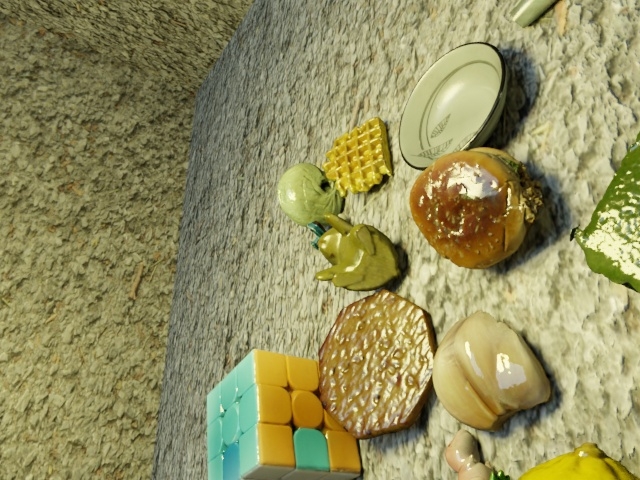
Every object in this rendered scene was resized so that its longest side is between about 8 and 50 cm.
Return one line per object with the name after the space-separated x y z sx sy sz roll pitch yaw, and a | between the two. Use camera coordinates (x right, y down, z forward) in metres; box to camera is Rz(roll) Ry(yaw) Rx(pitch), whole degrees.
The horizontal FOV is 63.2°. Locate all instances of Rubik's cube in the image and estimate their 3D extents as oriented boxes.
-0.106 0.492 1.348 0.290 0.291 0.292 -46 39 38 | Rubik's cube

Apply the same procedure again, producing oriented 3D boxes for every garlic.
0.296 0.240 0.991 0.217 0.110 0.228 -55 35 34 | garlic

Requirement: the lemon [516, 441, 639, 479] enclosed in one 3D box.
0.349 0.431 0.662 0.268 0.268 0.322 10 82 60 | lemon

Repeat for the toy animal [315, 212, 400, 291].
0.063 0.025 1.408 0.363 0.180 0.181 25 102 61 | toy animal

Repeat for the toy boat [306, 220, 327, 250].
0.000 0.000 1.575 0.061 0.137 0.060 -44 40 -6 | toy boat

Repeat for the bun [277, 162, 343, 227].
-0.025 -0.140 1.599 0.108 0.221 0.222 -14 64 57 | bun

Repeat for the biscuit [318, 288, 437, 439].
0.127 0.289 1.239 0.359 0.046 0.359 -25 50 34 | biscuit

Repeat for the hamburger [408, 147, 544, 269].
0.313 -0.062 1.047 0.285 0.146 0.243 15 109 43 | hamburger

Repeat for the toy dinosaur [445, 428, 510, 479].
0.262 0.439 0.920 0.177 0.152 0.194 -23 50 63 | toy dinosaur

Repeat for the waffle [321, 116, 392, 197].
0.098 -0.227 1.527 0.219 0.057 0.230 -21 55 30 | waffle

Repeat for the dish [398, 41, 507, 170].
0.324 -0.293 1.210 0.316 0.106 0.317 -35 45 45 | dish

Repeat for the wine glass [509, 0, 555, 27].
0.502 -0.556 1.082 0.262 0.074 0.074 -46 40 40 | wine glass

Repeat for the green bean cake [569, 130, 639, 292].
0.520 -0.024 0.698 0.247 0.156 0.250 40 110 56 | green bean cake
